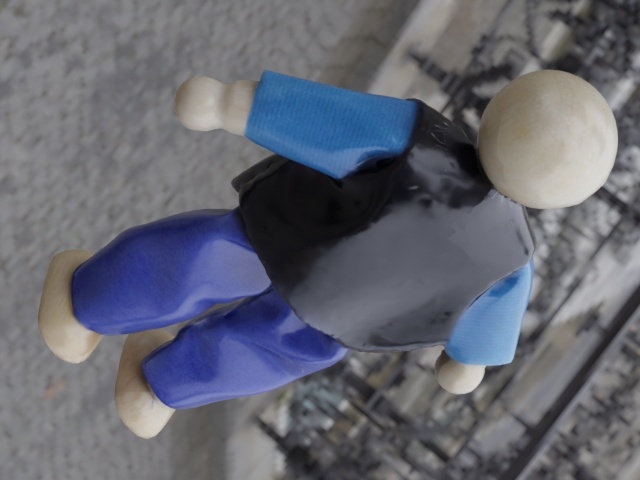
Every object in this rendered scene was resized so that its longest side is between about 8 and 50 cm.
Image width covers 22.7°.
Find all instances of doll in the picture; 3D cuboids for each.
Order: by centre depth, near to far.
[{"bbox_3d":[0.000,0.000,0.462,0.189,0.129,0.046,-23,-150,33],"label":"doll"}]
